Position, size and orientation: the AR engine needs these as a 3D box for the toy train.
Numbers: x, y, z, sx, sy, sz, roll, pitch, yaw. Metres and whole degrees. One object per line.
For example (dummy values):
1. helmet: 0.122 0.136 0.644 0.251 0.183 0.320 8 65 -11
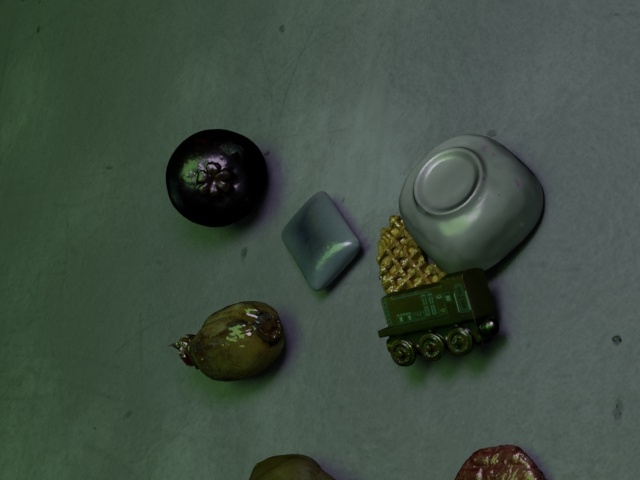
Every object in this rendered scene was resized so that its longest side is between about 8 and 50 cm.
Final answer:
1. toy train: 0.196 0.133 1.791 0.225 0.090 0.137 -16 90 38

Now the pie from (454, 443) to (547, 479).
1. pie: 0.282 0.413 1.651 0.182 0.050 0.182 -17 65 39

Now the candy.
1. candy: 0.000 0.000 2.070 0.138 0.071 0.174 -48 48 18

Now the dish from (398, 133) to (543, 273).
1. dish: 0.244 -0.077 1.805 0.256 0.117 0.256 -17 57 28

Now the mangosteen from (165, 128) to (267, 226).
1. mangosteen: -0.226 -0.136 2.256 0.243 0.243 0.243 -18 62 38

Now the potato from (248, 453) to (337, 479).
1. potato: -0.038 0.499 1.827 0.351 0.202 0.218 38 113 58

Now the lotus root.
1. lotus root: -0.186 0.211 2.117 0.278 0.154 0.154 -20 61 36

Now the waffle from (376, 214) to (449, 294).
1. waffle: 0.175 0.028 1.907 0.149 0.051 0.194 -17 57 27
